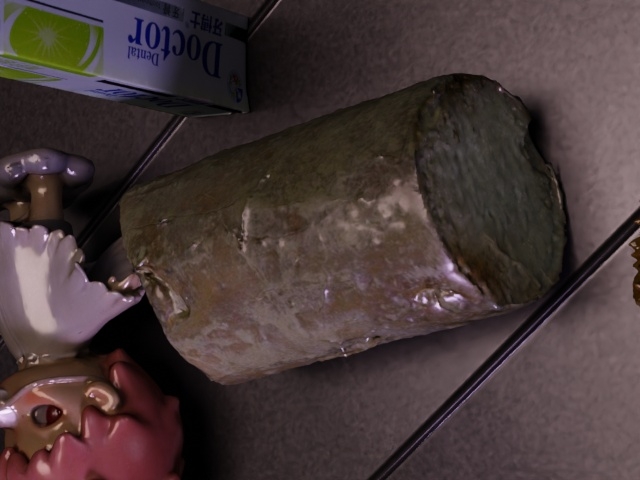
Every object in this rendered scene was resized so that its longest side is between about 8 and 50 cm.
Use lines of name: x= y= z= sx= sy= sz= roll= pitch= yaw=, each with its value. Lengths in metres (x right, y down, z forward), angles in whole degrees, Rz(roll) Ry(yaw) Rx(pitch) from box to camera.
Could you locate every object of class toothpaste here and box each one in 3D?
toothpaste: x=-0.163 y=-0.147 z=1.040 sx=0.067 sy=0.336 sz=0.081 roll=-2 pitch=86 yaw=30

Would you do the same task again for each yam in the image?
yam: x=0.000 y=0.000 z=1.029 sx=0.304 sy=0.168 sz=0.168 roll=-18 pitch=77 yaw=31

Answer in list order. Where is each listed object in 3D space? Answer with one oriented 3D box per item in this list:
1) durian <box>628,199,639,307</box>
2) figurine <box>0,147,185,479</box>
durian: x=0.322 y=0.007 z=0.816 sx=0.341 sy=0.112 sz=0.191 roll=26 pitch=96 yaw=38
figurine: x=-0.195 y=0.127 z=1.155 sx=0.207 sy=0.166 sz=0.386 roll=-26 pitch=69 yaw=49
